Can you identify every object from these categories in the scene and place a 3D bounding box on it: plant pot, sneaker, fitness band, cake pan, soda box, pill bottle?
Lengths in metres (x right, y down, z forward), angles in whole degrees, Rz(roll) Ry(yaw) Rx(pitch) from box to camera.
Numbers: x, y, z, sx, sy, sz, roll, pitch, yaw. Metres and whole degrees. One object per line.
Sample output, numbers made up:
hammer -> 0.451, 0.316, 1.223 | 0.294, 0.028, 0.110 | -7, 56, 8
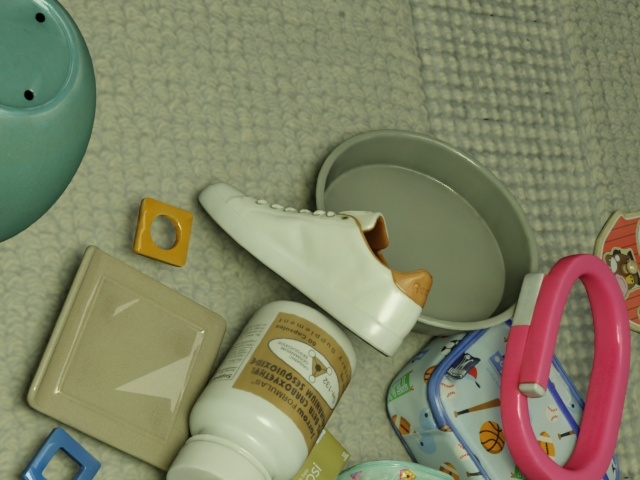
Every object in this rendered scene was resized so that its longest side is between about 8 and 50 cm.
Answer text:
plant pot -> -0.334, -0.152, 1.269 | 0.290, 0.195, 0.290 | 11, 71, -32
sneaker -> 0.000, 0.000, 1.440 | 0.290, 0.106, 0.123 | 36, 89, 21
fitness band -> 0.297, 0.153, 1.553 | 0.209, 0.054, 0.291 | 42, 55, -37
cake pan -> 0.122, -0.005, 1.579 | 0.293, 0.054, 0.293 | 14, 49, -17
soda box -> -0.046, 0.283, 1.425 | 0.058, 0.061, 0.181 | 49, 54, -14
pill bottle -> -0.063, 0.184, 1.385 | 0.131, 0.131, 0.229 | 46, 49, -16

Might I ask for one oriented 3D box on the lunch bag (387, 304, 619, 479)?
lunch bag -> 0.230, 0.229, 1.609 | 0.243, 0.115, 0.303 | -37, 99, -39

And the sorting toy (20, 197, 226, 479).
sorting toy -> -0.202, 0.125, 1.374 | 0.196, 0.047, 0.348 | 34, 62, -31

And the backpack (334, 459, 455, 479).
backpack -> 0.087, 0.318, 1.429 | 0.166, 0.188, 0.144 | 23, 64, -27

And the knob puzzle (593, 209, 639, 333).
knob puzzle -> 0.459, 0.047, 1.876 | 0.213, 0.030, 0.213 | 11, 70, -33
